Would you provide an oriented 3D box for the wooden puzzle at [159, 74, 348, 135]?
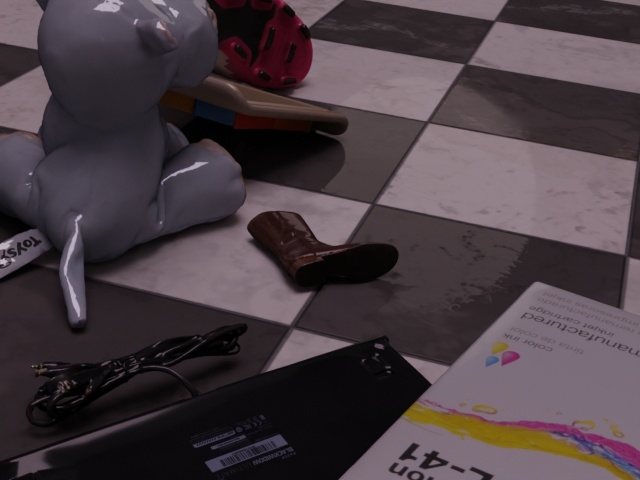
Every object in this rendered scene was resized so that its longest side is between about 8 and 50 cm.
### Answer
[{"bbox_3d":[-0.114,-0.156,1.135,0.221,0.044,0.238,20,8,27],"label":"wooden puzzle"}]

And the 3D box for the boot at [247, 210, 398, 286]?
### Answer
[{"bbox_3d":[0.000,0.000,0.937,0.106,0.037,0.114,-6,25,-24],"label":"boot"}]

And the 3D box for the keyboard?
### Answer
[{"bbox_3d":[-0.070,0.125,0.691,0.317,0.033,0.201,-14,39,-33],"label":"keyboard"}]

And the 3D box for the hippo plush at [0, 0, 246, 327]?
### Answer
[{"bbox_3d":[-0.205,-0.119,0.907,0.234,0.237,0.294,18,31,23],"label":"hippo plush"}]

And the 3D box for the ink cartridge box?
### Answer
[{"bbox_3d":[0.145,0.163,0.547,0.226,0.131,0.306,20,30,26],"label":"ink cartridge box"}]

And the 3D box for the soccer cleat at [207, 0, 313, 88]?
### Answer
[{"bbox_3d":[-0.154,-0.266,1.253,0.143,0.116,0.331,17,4,44],"label":"soccer cleat"}]
